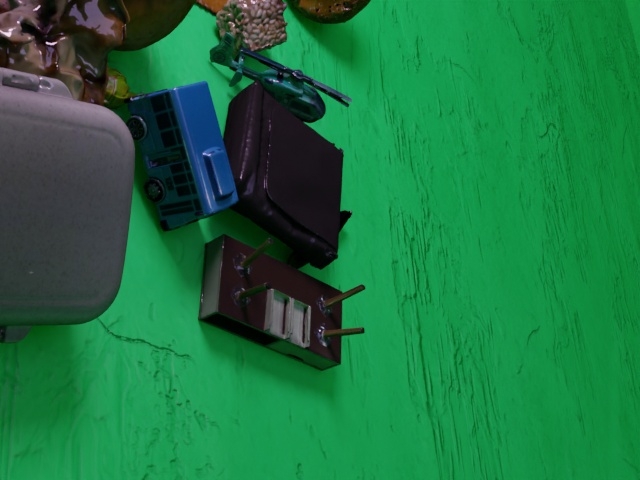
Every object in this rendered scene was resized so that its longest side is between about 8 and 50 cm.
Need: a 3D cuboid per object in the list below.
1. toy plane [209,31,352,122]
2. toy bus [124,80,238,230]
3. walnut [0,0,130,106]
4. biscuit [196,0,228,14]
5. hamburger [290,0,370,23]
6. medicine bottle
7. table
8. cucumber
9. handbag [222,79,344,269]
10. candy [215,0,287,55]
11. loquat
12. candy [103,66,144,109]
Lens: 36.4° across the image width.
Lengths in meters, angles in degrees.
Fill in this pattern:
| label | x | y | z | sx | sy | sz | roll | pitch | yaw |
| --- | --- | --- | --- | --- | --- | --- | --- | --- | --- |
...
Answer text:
| label | x | y | z | sx | sy | sz | roll | pitch | yaw |
| --- | --- | --- | --- | --- | --- | --- | --- | --- | --- |
| toy plane | -0.071 | -0.243 | 1.532 | 0.235 | 0.096 | 0.060 | 23 | 49 | -19 |
| toy bus | -0.180 | -0.112 | 1.296 | 0.090 | 0.106 | 0.185 | -32 | 110 | -58 |
| walnut | -0.338 | -0.208 | 1.151 | 0.238 | 0.141 | 0.204 | -40 | 124 | -30 |
| biscuit | -0.196 | -0.476 | 1.575 | 0.232 | 0.013 | 0.237 | 24 | 54 | -42 |
| hamburger | 0.023 | -0.476 | 1.697 | 0.177 | 0.185 | 0.113 | 46 | 35 | -16 |
| medicine bottle | -0.367 | -0.038 | 0.987 | 0.375 | 0.123 | 0.282 | 6 | 90 | -48 |
| table | -0.041 | 0.081 | 1.369 | 0.240 | 0.111 | 0.122 | 27 | 52 | -38 |
| cucumber | 0.000 | 0.000 | 1.528 | 0.184 | 0.033 | 0.036 | -45 | 129 | -51 |
| handbag | -0.059 | -0.096 | 1.471 | 0.223 | 0.080 | 0.247 | 38 | 39 | -32 |
| candy | -0.107 | -0.346 | 1.550 | 0.110 | 0.085 | 0.095 | -31 | 115 | -42 |
| loquat | -0.254 | -0.362 | 1.274 | 0.213 | 0.213 | 0.213 | 27 | 51 | -39 |
| candy | -0.247 | -0.189 | 1.337 | 0.062 | 0.058 | 0.194 | 48 | 17 | 31 |
